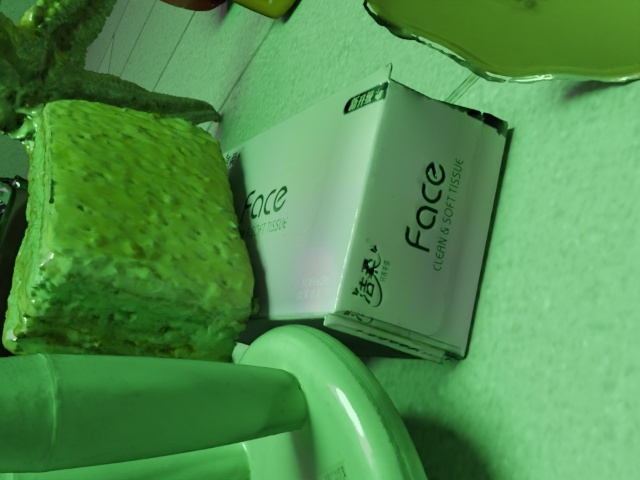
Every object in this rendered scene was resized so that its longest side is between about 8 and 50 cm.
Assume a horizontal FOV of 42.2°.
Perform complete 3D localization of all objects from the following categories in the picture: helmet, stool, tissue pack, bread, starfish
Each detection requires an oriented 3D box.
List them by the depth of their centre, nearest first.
[{"bbox_3d":[-0.071,0.153,0.386,0.195,0.199,0.195,66,147,22],"label":"stool"},{"bbox_3d":[-0.122,-0.002,0.530,0.102,0.138,0.196,-54,35,28],"label":"bread"},{"bbox_3d":[0.000,0.000,0.552,0.246,0.093,0.148,-13,61,60],"label":"tissue pack"},{"bbox_3d":[-0.223,-0.166,0.806,0.132,0.398,0.383,-16,28,35],"label":"starfish"},{"bbox_3d":[-0.407,0.055,1.206,0.338,0.197,0.270,2,79,61],"label":"helmet"}]

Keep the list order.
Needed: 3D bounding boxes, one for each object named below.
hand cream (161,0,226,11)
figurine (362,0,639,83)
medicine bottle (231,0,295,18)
[{"bbox_3d":[-0.195,-0.440,1.135,0.149,0.230,0.230,-51,30,31],"label":"hand cream"},{"bbox_3d":[0.132,-0.226,0.396,0.208,0.181,0.257,64,-142,-68],"label":"figurine"},{"bbox_3d":[-0.083,-0.370,0.941,0.112,0.149,0.222,-49,31,36],"label":"medicine bottle"}]
